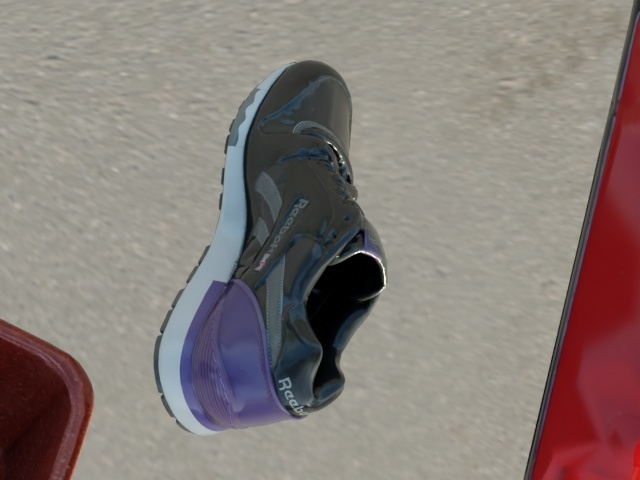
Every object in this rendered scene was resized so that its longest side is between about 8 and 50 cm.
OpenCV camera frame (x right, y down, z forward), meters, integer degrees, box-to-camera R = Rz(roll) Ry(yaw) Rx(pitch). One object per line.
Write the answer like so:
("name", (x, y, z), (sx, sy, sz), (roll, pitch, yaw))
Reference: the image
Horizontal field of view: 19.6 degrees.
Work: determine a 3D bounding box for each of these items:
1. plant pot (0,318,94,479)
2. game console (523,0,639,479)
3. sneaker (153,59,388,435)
("plant pot", (-0.260, 0.139, 0.542), (0.267, 0.236, 0.267), (27, 46, -16))
("game console", (0.209, 0.022, 0.652), (0.386, 0.060, 0.342), (-7, 119, -44))
("sneaker", (0.000, 0.000, 1.194), (0.107, 0.124, 0.283), (49, 45, -41))
